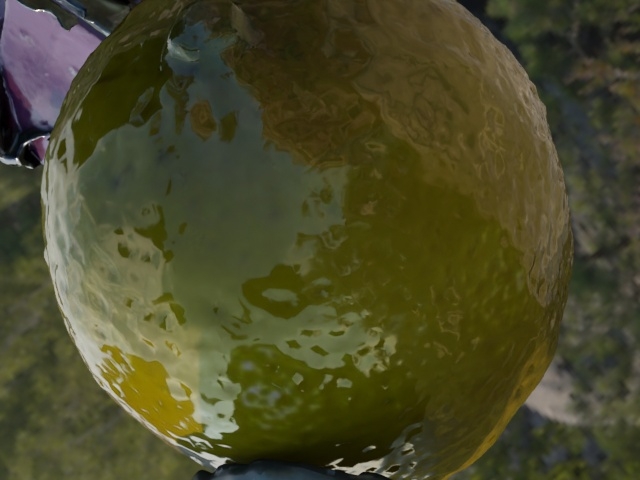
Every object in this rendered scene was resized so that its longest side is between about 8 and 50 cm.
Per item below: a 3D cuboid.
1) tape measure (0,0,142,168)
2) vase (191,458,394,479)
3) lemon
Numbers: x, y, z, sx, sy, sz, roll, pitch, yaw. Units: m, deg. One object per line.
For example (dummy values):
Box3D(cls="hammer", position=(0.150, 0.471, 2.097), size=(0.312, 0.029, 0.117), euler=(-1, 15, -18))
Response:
Box3D(cls="tape measure", position=(-0.144, -0.159, 1.065), size=(0.149, 0.245, 0.231), euler=(35, 147, 3))
Box3D(cls="vase", position=(-0.019, 0.268, 0.579), size=(0.245, 0.291, 0.245), euler=(18, 140, 16))
Box3D(cls="lemon", position=(0.000, 0.000, 0.700), size=(0.245, 0.245, 0.320), euler=(39, 167, 35))
